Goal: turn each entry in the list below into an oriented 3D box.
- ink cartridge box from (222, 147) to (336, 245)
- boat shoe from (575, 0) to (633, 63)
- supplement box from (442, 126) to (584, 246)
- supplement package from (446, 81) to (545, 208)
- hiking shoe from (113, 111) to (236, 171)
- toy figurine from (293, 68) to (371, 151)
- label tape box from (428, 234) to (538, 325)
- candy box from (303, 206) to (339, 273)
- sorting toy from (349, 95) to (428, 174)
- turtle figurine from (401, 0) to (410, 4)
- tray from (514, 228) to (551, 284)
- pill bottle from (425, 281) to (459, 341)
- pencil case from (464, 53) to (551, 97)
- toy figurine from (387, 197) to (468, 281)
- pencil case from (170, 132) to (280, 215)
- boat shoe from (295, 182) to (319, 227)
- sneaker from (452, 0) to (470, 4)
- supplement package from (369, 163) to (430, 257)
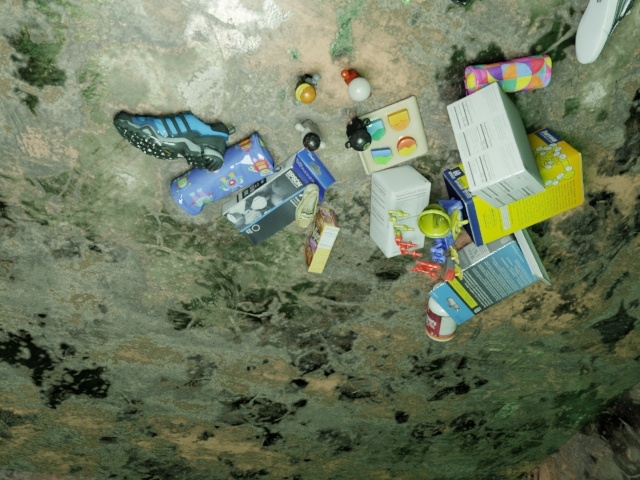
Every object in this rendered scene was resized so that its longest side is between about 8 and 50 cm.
[{"bbox_3d":[-0.121,-0.131,1.508,0.332,0.065,0.165,-35,125,13],"label":"ink cartridge box"},{"bbox_3d":[0.776,-0.625,1.310,0.102,0.108,0.301,-2,120,-9],"label":"boat shoe"},{"bbox_3d":[0.600,-0.168,1.552,0.356,0.194,0.195,-23,128,5],"label":"supplement box"},{"bbox_3d":[0.478,-0.250,1.341,0.145,0.262,0.204,-22,158,33],"label":"supplement package"},{"bbox_3d":[-0.390,-0.287,1.319,0.303,0.132,0.113,19,159,-5],"label":"hiking shoe"},{"bbox_3d":[0.034,-0.340,1.313,0.209,0.148,0.213,-4,123,-3],"label":"toy figurine"},{"bbox_3d":[0.563,0.127,1.746,0.333,0.106,0.240,-34,125,18],"label":"label tape box"},{"bbox_3d":[0.000,0.000,1.602,0.053,0.109,0.187,10,123,-19],"label":"candy box"},{"bbox_3d":[0.209,-0.304,1.464,0.208,0.038,0.193,-22,127,5],"label":"sorting toy"},{"bbox_3d":[0.131,-0.620,1.116,0.266,0.275,0.197,27,151,-32],"label":"turtle figurine"},{"bbox_3d":[0.691,0.020,1.653,0.030,0.271,0.145,-28,151,25],"label":"tray"},{"bbox_3d":[0.472,0.274,1.901,0.121,0.121,0.221,-8,127,-6],"label":"pill bottle"},{"bbox_3d":[0.522,-0.456,1.381,0.236,0.104,0.105,-9,128,-4],"label":"pencil case"},{"bbox_3d":[0.349,-0.060,1.487,0.191,0.217,0.363,10,151,31],"label":"toy figurine"},{"bbox_3d":[-0.270,-0.183,1.401,0.306,0.119,0.133,-27,146,8],"label":"pencil case"},{"bbox_3d":[-0.037,-0.096,1.480,0.056,0.048,0.153,10,125,-19],"label":"boat shoe"},{"bbox_3d":[0.308,-0.648,1.201,0.188,0.078,0.067,35,114,-29],"label":"sneaker"},{"bbox_3d":[0.246,-0.093,1.556,0.138,0.134,0.244,-15,129,-17],"label":"supplement package"}]
